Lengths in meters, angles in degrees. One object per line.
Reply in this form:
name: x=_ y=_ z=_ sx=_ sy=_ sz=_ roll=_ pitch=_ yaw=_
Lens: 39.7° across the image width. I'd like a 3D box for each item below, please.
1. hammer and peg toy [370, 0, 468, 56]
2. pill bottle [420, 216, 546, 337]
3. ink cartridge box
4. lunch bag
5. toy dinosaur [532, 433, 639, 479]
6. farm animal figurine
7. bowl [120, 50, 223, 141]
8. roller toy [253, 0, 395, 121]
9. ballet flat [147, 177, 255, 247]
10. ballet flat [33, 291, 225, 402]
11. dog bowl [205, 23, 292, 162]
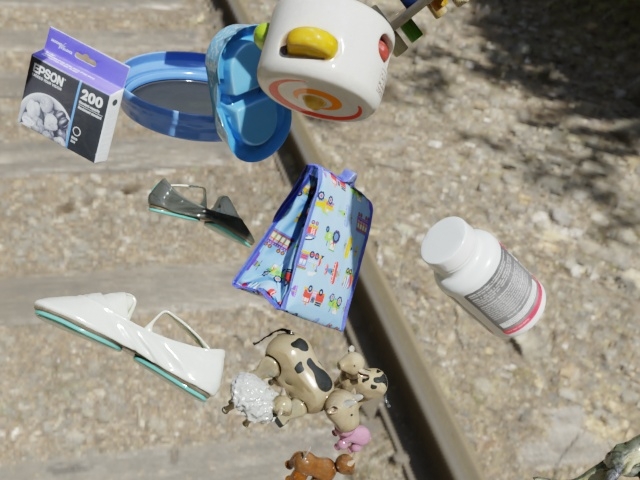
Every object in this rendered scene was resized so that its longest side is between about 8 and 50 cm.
hammer and peg toy: x=0.163 y=-0.493 z=2.047 sx=0.361 sy=0.127 sz=0.266 roll=-39 pitch=10 yaw=-3
pill bottle: x=0.379 y=0.084 z=2.095 sx=0.318 sy=0.176 sz=0.176 roll=39 pitch=17 yaw=-33
ink cartridge box: x=-0.493 y=-0.288 z=1.760 sx=0.206 sy=0.208 sz=0.045 roll=28 pitch=24 yaw=15
lunch bag: x=0.000 y=0.000 z=1.684 sx=0.138 sy=0.293 sz=0.221 roll=24 pitch=-2 yaw=35
toy dinosaur: x=0.483 y=0.367 z=1.411 sx=0.268 sy=0.064 sz=0.118 roll=-28 pitch=27 yaw=5
farm animal figurine: x=0.007 y=0.296 z=1.720 sx=0.327 sy=0.172 sz=0.330 roll=45 pitch=34 yaw=-8
bowl: x=-0.297 y=-0.350 z=2.136 sx=0.390 sy=0.077 sz=0.391 roll=8 pitch=31 yaw=-5
roller toy: x=0.008 y=-0.263 z=1.312 sx=0.191 sy=0.146 sz=0.209 roll=20 pitch=-12 yaw=-27
ballet flat: x=-0.264 y=-0.071 z=2.072 sx=0.280 sy=0.096 sz=0.095 roll=22 pitch=-8 yaw=-28
ballet flat: x=-0.368 y=0.183 z=1.772 sx=0.400 sy=0.139 sz=0.139 roll=30 pitch=31 yaw=-11
dog bowl: x=-0.152 y=-0.309 z=1.832 sx=0.165 sy=0.297 sz=0.074 roll=-28 pitch=41 yaw=-29
